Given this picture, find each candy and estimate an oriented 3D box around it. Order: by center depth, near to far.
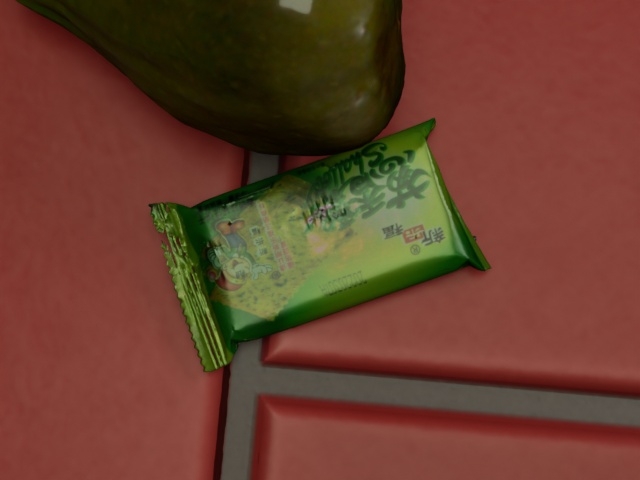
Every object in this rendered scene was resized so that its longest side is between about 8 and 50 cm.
[{"bbox_3d":[0.000,0.000,0.857,0.178,0.032,0.102,-19,82,-2],"label":"candy"}]

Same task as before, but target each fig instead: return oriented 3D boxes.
[{"bbox_3d":[-0.049,-0.143,0.825,0.233,0.167,0.167,34,84,29],"label":"fig"}]
